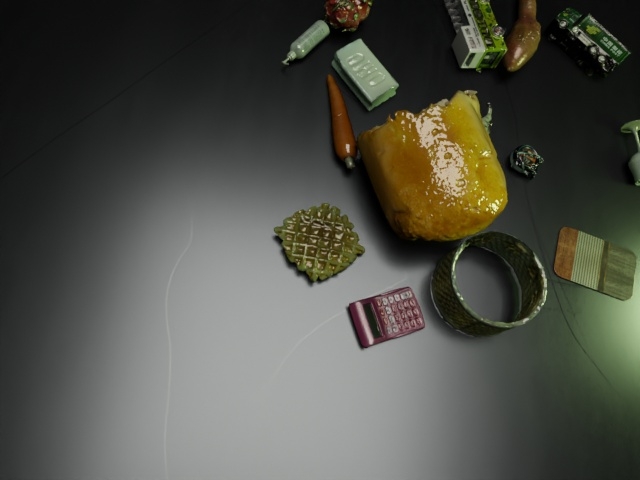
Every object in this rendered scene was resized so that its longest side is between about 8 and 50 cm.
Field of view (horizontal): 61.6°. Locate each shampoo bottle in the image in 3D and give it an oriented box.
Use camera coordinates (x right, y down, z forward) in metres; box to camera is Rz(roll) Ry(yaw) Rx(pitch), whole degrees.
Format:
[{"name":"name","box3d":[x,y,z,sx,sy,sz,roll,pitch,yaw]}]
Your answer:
[{"name":"shampoo bottle","box3d":[-0.053,-0.600,1.649,0.056,0.056,0.195,42,71,6]}]

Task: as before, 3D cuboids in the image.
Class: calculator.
[{"name":"calculator","box3d":[0.179,0.203,1.432,0.190,0.034,0.127,-13,73,-18]}]

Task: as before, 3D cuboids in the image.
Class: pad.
[{"name":"pad","box3d":[0.839,-0.011,1.583,0.249,0.055,0.323,19,88,-1]}]

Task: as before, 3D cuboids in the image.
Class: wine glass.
[{"name":"wine glass","box3d":[1.001,-0.274,1.681,0.079,0.079,0.196,0,71,-8]}]

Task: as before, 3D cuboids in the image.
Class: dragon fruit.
[{"name":"dragon fruit","box3d":[0.093,-0.744,1.689,0.137,0.135,0.236,31,49,2]}]

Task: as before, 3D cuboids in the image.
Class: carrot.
[{"name":"carrot","box3d":[0.060,-0.356,1.589,0.069,0.069,0.336,-5,66,-10]}]

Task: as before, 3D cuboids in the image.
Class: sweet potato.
[{"name":"sweet potato","box3d":[0.668,-0.691,1.761,0.109,0.109,0.385,23,63,0]}]

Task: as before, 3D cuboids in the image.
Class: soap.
[{"name":"soap","box3d":[0.134,-0.508,1.642,0.114,0.063,0.198,-35,79,-15]}]

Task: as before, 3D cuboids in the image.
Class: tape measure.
[{"name":"tape measure","box3d":[0.625,-0.244,1.630,0.094,0.054,0.091,37,69,-2]}]

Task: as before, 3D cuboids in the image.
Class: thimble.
[{"name":"thimble","box3d":[0.445,0.115,1.436,0.270,0.150,0.271,2,72,-7]}]

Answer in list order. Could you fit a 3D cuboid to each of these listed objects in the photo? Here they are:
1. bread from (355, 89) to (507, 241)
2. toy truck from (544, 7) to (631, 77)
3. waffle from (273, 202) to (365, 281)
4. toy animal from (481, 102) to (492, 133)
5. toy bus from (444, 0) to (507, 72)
[{"name":"bread","box3d":[0.315,-0.190,1.433,0.360,0.250,0.394,-20,75,4]},{"name":"toy truck","box3d":[0.883,-0.660,1.788,0.121,0.088,0.259,-42,83,-17]},{"name":"waffle","box3d":[0.000,0.000,1.460,0.214,0.054,0.208,-32,76,-22]},{"name":"toy animal","box3d":[0.433,-0.328,1.624,0.216,0.073,0.176,-8,80,-16]},{"name":"toy bus","box3d":[0.489,-0.701,1.736,0.139,0.113,0.302,-9,71,-11]}]
